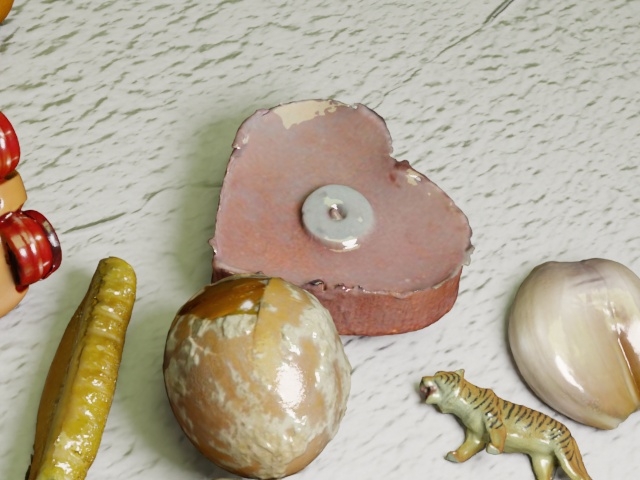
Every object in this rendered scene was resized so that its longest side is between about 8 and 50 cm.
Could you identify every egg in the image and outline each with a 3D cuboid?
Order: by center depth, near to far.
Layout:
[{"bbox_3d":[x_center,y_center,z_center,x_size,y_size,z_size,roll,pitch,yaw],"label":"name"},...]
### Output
[{"bbox_3d":[-0.065,0.139,1.586,0.195,0.195,0.233,8,40,-15],"label":"egg"}]

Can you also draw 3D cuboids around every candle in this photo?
[{"bbox_3d":[0.000,0.000,1.765,0.287,0.131,0.317,-31,60,-29],"label":"candle"}]

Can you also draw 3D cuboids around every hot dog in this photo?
[{"bbox_3d":[-0.240,0.141,1.598,0.068,0.083,0.289,31,47,-21],"label":"hot dog"}]

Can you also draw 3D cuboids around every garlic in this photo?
[{"bbox_3d":[0.325,0.105,1.814,0.217,0.110,0.228,-19,63,-27],"label":"garlic"}]

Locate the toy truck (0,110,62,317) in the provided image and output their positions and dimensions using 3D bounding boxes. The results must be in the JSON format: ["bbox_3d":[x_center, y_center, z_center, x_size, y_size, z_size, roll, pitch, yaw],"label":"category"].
[{"bbox_3d":[-0.419,-0.034,1.615,0.189,0.239,0.264,-26,107,-33],"label":"toy truck"}]

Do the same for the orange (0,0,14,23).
[{"bbox_3d":[-0.471,-0.324,1.803,0.240,0.171,0.240,9,53,-12],"label":"orange"}]

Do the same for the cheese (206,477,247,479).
[{"bbox_3d":[-0.061,0.320,1.499,0.218,0.117,0.235,37,47,11],"label":"cheese"}]

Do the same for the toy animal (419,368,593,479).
[{"bbox_3d":[0.217,0.218,1.717,0.241,0.057,0.099,23,49,-2],"label":"toy animal"}]
